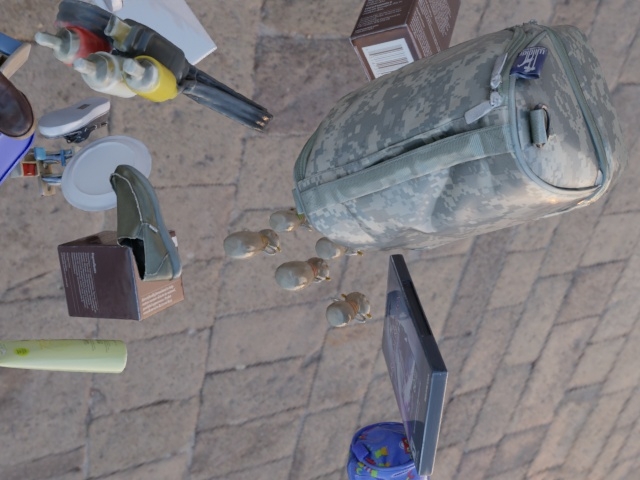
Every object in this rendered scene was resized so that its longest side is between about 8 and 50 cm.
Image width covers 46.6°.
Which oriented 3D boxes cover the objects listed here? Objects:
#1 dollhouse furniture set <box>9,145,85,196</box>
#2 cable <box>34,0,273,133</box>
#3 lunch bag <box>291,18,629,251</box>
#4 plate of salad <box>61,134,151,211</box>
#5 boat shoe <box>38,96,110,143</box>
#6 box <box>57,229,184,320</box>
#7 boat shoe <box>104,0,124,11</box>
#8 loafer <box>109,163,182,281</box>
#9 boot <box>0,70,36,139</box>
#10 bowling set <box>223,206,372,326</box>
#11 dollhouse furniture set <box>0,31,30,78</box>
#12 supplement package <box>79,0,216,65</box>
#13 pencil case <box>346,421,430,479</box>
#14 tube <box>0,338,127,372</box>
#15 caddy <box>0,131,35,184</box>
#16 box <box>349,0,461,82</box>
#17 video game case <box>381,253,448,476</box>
[{"bbox_3d":[-0.735,-0.188,2.025,0.130,0.184,0.128,-5,94,14],"label":"dollhouse furniture set"},{"bbox_3d":[-0.155,-0.151,0.724,0.072,0.140,0.287,-65,159,1],"label":"cable"},{"bbox_3d":[0.148,-0.099,0.808,0.256,0.305,0.212,-25,97,-48],"label":"lunch bag"},{"bbox_3d":[-0.453,-0.140,1.581,0.200,0.200,0.048,-34,148,-10],"label":"plate of salad"},{"bbox_3d":[-0.520,-0.245,1.584,0.080,0.228,0.076,8,116,7],"label":"boat shoe"},{"bbox_3d":[-0.440,0.072,1.647,0.168,0.203,0.166,-26,114,-62],"label":"box"},{"bbox_3d":[-0.412,-0.592,1.468,0.088,0.096,0.267,-21,124,-24],"label":"boat shoe"},{"bbox_3d":[-0.354,-0.030,1.443,0.088,0.251,0.094,-23,175,-35],"label":"loafer"},{"bbox_3d":[-0.644,-0.308,1.369,0.090,0.248,0.207,-38,169,-5],"label":"boot"},{"bbox_3d":[0.000,0.000,1.270,0.199,0.287,0.154,-60,163,17],"label":"bowling set"},{"bbox_3d":[-0.731,-0.490,1.546,0.198,0.286,0.303,25,131,-10],"label":"dollhouse furniture set"},{"bbox_3d":[-0.414,-0.513,1.734,0.175,0.177,0.293,-41,110,-15],"label":"supplement package"},{"bbox_3d":[0.104,0.439,1.153,0.133,0.119,0.305,-8,107,-21],"label":"pencil case"},{"bbox_3d":[-0.461,0.199,1.294,0.240,0.062,0.070,8,149,-36],"label":"tube"},{"bbox_3d":[-0.853,-0.246,1.795,0.179,0.241,0.341,108,8,-60],"label":"caddy"},{"bbox_3d":[0.198,-0.495,1.655,0.191,0.143,0.381,59,39,-38],"label":"box"},{"bbox_3d":[0.132,0.175,1.099,0.026,0.274,0.196,-3,123,-7],"label":"video game case"}]
